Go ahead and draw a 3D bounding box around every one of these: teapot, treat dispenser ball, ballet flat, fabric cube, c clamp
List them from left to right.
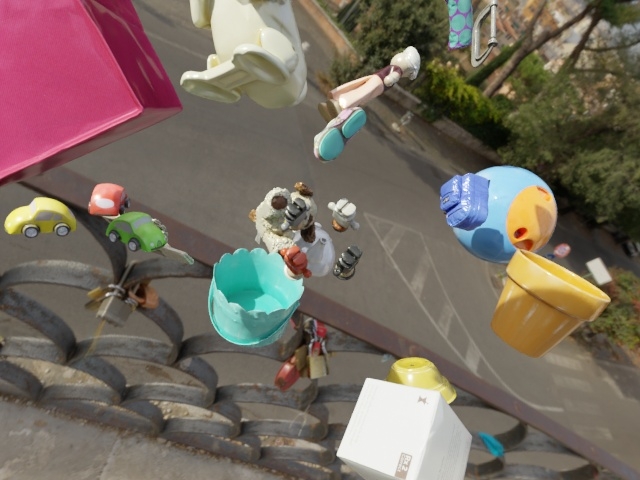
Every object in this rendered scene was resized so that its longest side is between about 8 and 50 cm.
[{"bbox_3d":[-0.354,-0.223,0.499,0.258,0.254,0.259,-113,180,-70],"label":"fabric cube"},{"bbox_3d":[-0.044,0.017,1.677,0.256,0.187,0.252,25,11,28],"label":"teapot"},{"bbox_3d":[0.033,-0.265,1.060,0.221,0.079,0.077,-51,132,-32],"label":"ballet flat"},{"bbox_3d":[0.387,-0.493,0.974,0.022,0.137,0.161,7,86,-13],"label":"c clamp"},{"bbox_3d":[0.535,-0.074,1.242,0.288,0.288,0.288,24,47,-29],"label":"treat dispenser ball"}]

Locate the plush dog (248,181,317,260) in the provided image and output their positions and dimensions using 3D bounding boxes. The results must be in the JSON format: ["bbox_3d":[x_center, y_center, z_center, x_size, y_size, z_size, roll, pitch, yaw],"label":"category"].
[{"bbox_3d":[-0.114,-0.087,1.503,0.225,0.210,0.263,-17,116,-30],"label":"plush dog"}]

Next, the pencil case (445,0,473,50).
[{"bbox_3d":[0.364,-0.587,1.110,0.064,0.070,0.152,-45,129,-45],"label":"pencil case"}]

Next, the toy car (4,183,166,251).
[{"bbox_3d":[-0.365,-0.041,0.727,0.224,0.053,0.239,19,23,15],"label":"toy car"}]

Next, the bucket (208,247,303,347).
[{"bbox_3d":[-0.202,0.178,1.291,0.281,0.183,0.281,10,36,-7],"label":"bucket"}]

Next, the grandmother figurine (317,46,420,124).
[{"bbox_3d":[0.164,-0.466,1.247,0.342,0.207,0.104,-37,119,-14],"label":"grandmother figurine"}]

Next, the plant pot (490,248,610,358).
[{"bbox_3d":[0.490,0.151,0.947,0.205,0.188,0.205,23,18,-8],"label":"plant pot"}]

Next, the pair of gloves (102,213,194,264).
[{"bbox_3d":[-0.499,-0.012,1.243,0.042,0.204,0.240,-67,155,-23],"label":"pair of gloves"}]

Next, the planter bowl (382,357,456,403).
[{"bbox_3d":[0.259,0.383,1.167,0.217,0.217,0.091,-7,91,-46],"label":"planter bowl"}]

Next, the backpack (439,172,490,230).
[{"bbox_3d":[0.339,-0.086,1.002,0.101,0.098,0.120,10,68,-12],"label":"backpack"}]

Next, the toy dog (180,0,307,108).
[{"bbox_3d":[-0.148,-0.581,1.083,0.395,0.284,0.408,4,85,-43],"label":"toy dog"}]

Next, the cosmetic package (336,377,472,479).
[{"bbox_3d":[0.156,0.366,0.751,0.184,0.151,0.151,54,50,-32],"label":"cosmetic package"}]

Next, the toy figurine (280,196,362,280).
[{"bbox_3d":[0.000,0.000,1.107,0.212,0.148,0.210,-3,68,-6],"label":"toy figurine"}]
